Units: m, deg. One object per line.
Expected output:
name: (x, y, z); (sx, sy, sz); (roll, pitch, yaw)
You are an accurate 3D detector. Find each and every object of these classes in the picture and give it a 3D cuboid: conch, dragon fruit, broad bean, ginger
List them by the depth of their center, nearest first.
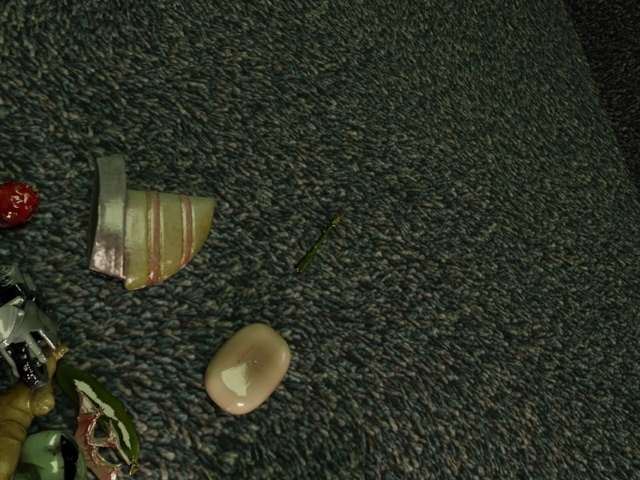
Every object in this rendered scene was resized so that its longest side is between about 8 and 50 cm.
conch: (-0.462, 0.423, 0.955); (0.199, 0.131, 0.172); (-6, 34, 10)
ginger: (-0.526, 0.286, 0.994); (0.081, 0.147, 0.334); (58, 25, -31)
broad bean: (-0.411, 0.322, 1.090); (0.065, 0.046, 0.255); (-39, 88, -23)
dragon fruit: (-0.656, -0.063, 1.149); (0.190, 0.094, 0.094); (-12, 70, -8)

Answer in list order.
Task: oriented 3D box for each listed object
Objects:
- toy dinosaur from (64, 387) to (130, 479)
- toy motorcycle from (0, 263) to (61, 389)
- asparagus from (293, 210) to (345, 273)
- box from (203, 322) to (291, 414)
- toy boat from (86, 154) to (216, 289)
toy dinosaur: (-0.412, 0.373, 1.046); (0.108, 0.032, 0.220); (-17, 94, -9)
toy motorcycle: (-0.532, 0.133, 1.008); (0.106, 0.159, 0.270); (-29, 43, -8)
asparagus: (0.000, 0.000, 1.476); (0.023, 0.022, 0.233); (13, 50, 32)
box: (-0.152, 0.269, 1.221); (0.146, 0.088, 0.200); (44, 55, 1)
toy boat: (-0.377, -0.028, 1.254); (0.293, 0.111, 0.276); (24, 64, -26)
